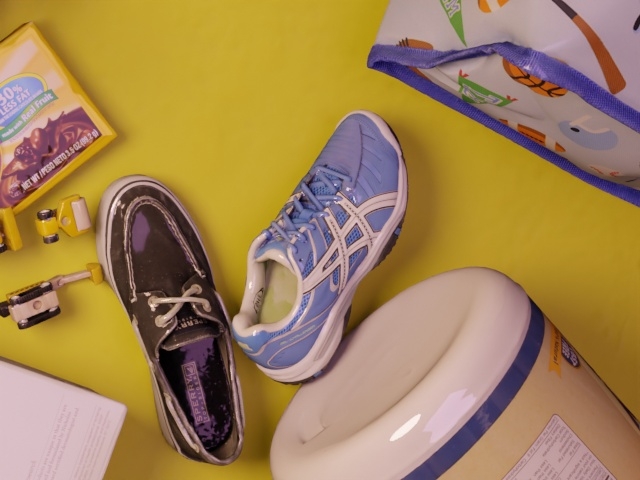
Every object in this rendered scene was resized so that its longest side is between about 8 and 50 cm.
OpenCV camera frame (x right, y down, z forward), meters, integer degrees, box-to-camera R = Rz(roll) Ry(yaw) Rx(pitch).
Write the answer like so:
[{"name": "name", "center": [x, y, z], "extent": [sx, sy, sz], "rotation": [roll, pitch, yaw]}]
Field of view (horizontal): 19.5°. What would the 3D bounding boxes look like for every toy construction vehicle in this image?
[{"name": "toy construction vehicle", "center": [-0.206, 0.012, 1.314], "extent": [0.098, 0.035, 0.086], "rotation": [-26, 112, -26]}]

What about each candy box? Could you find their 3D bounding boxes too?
[{"name": "candy box", "center": [-0.254, -0.053, 1.309], "extent": [0.206, 0.027, 0.105], "rotation": [-40, 102, -15]}]

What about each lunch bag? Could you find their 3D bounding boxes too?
[{"name": "lunch bag", "center": [0.282, -0.196, 1.397], "extent": [0.385, 0.239, 0.327], "rotation": [27, 82, -35]}]

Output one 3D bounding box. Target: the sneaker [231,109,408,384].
[{"name": "sneaker", "center": [0.000, 0.000, 1.361], "extent": [0.081, 0.080, 0.211], "rotation": [34, 74, -56]}]

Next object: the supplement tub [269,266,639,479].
[{"name": "supplement tub", "center": [0.141, 0.199, 1.354], "extent": [0.228, 0.228, 0.316], "rotation": [-46, 106, -13]}]

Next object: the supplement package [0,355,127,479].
[{"name": "supplement package", "center": [-0.242, 0.127, 1.279], "extent": [0.179, 0.105, 0.105], "rotation": [21, 85, -20]}]

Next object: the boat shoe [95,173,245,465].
[{"name": "boat shoe", "center": [-0.099, 0.057, 1.345], "extent": [0.078, 0.070, 0.219], "rotation": [-21, 99, -18]}]
